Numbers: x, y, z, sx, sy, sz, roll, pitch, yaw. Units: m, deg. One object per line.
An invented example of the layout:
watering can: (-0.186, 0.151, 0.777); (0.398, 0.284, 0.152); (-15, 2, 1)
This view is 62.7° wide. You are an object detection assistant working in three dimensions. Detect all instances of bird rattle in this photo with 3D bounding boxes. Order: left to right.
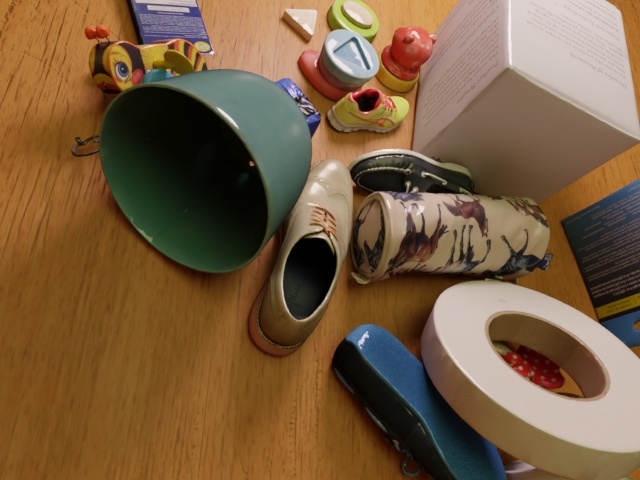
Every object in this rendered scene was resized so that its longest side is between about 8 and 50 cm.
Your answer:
bird rattle: (0.327, 0.246, 0.958); (0.207, 0.143, 0.253); (36, 51, 14)

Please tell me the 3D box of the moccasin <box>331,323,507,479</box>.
moccasin: (0.158, 0.286, 0.863); (0.138, 0.117, 0.342); (-27, 75, -45)

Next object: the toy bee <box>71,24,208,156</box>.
toy bee: (-0.304, -0.286, 0.872); (0.196, 0.162, 0.298); (-4, 36, 12)

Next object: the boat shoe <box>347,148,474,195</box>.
boat shoe: (0.198, -0.112, 1.073); (0.303, 0.114, 0.091); (2, 60, -23)

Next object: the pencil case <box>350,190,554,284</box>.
pencil case: (0.249, 0.000, 1.014); (0.411, 0.160, 0.183); (1, 92, -25)

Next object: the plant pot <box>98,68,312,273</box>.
plant pot: (-0.147, -0.132, 0.828); (0.293, 0.293, 0.235); (43, 41, -1)

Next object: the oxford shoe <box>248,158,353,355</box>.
oxford shoe: (0.000, 0.000, 0.903); (0.141, 0.146, 0.396); (22, 58, -14)

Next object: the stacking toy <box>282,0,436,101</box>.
stacking toy: (0.091, -0.469, 1.189); (0.309, 0.130, 0.279); (-24, 78, -33)

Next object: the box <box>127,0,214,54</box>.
box: (-0.306, -0.450, 1.045); (0.137, 0.036, 0.225); (-9, 69, -28)

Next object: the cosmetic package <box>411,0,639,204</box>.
cosmetic package: (0.433, -0.342, 1.169); (0.328, 0.329, 0.393); (20, 60, -16)

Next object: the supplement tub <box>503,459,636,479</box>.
supplement tub: (0.421, 0.499, 0.809); (0.229, 0.228, 0.316); (-3, 68, -27)

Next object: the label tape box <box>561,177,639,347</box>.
label tape box: (0.714, 0.055, 1.162); (0.106, 0.240, 0.333); (1, 66, -27)

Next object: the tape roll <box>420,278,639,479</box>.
tape roll: (0.359, 0.206, 0.872); (0.392, 0.072, 0.392); (12, 29, -7)

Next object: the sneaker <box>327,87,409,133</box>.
sneaker: (0.121, -0.287, 1.135); (0.209, 0.094, 0.081); (-17, 73, -32)

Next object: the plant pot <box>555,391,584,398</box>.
plant pot: (0.469, 0.338, 1.005); (0.083, 0.081, 0.081); (33, 56, 7)

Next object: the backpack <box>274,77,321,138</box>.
backpack: (-0.071, -0.251, 1.023); (0.101, 0.098, 0.120); (-28, 81, -29)
